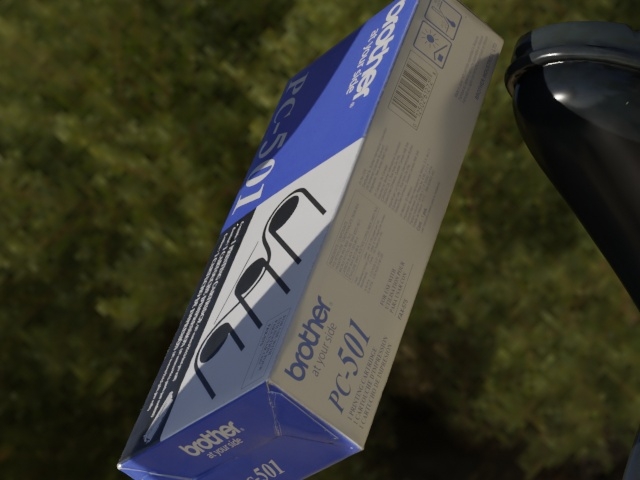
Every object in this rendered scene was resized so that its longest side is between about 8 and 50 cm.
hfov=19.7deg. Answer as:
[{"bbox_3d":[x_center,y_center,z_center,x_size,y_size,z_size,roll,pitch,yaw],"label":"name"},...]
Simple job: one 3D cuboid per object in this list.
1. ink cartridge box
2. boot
[{"bbox_3d":[0.000,0.000,0.697,0.097,0.046,0.207,-33,27,45],"label":"ink cartridge box"},{"bbox_3d":[0.147,0.057,0.719,0.094,0.246,0.207,-16,45,56],"label":"boot"}]
